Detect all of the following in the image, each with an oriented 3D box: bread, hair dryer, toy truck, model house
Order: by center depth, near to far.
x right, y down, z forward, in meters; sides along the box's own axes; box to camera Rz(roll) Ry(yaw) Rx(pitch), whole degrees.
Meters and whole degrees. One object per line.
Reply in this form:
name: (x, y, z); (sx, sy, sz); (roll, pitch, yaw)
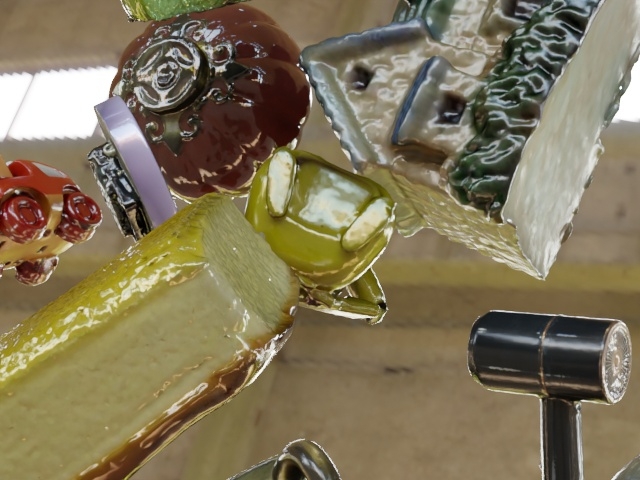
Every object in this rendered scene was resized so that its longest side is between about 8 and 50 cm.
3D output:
bread: (-0.185, 0.110, 1.235); (0.333, 0.323, 0.143); (-34, -83, 8)
hair dryer: (0.284, 0.264, 1.847); (0.189, 0.352, 0.107); (4, 12, 32)
model house: (0.185, -0.236, 1.990); (0.400, 0.445, 0.395); (22, -6, 24)
toy truck: (-0.512, -0.064, 2.387); (0.189, 0.239, 0.265); (-41, -22, 30)

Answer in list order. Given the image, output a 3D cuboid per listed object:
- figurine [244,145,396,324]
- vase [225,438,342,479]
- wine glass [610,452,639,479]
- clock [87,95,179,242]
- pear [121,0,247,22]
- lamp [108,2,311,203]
figurine: (0.000, -0.001, 1.680); (0.218, 0.169, 0.327); (29, -1, 2)
vase: (-0.022, 0.414, 2.112); (0.240, 0.302, 0.329); (-11, -38, -24)
wine glass: (0.538, 0.483, 2.377); (0.238, 0.323, 0.238); (30, -36, 24)
clock: (-0.204, -0.052, 1.615); (0.064, 0.172, 0.198); (-25, -29, -8)
pear: (-0.141, -0.406, 1.821); (0.292, 0.292, 0.159); (39, -5, -33)
lamp: (-0.159, -0.201, 2.136); (0.303, 0.303, 0.257); (3, -11, 25)
